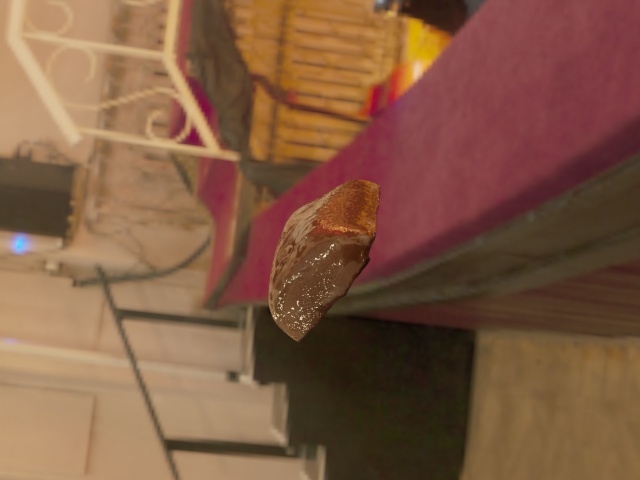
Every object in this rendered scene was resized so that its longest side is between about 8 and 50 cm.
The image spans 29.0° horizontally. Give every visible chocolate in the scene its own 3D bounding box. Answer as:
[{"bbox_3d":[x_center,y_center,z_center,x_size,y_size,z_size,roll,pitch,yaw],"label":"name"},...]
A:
[{"bbox_3d":[0.000,0.000,0.548,0.064,0.031,0.101,-50,9,21],"label":"chocolate"}]
